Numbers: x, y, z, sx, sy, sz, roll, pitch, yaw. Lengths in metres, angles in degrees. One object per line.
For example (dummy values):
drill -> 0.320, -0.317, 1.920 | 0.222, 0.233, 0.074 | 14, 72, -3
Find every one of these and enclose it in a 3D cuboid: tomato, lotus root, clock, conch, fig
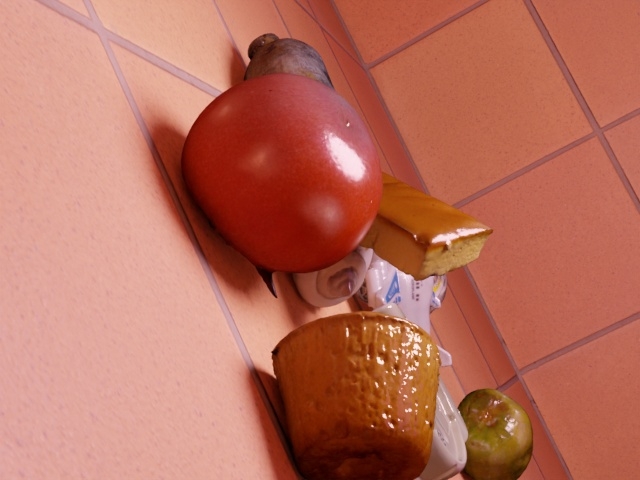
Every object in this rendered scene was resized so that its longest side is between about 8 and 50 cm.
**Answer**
tomato -> -0.044, -0.083, 1.223 | 0.255, 0.224, 0.256 | 39, 29, -26
lotus root -> -0.049, -0.251, 1.695 | 0.175, 0.175, 0.350 | 52, 17, -40
clock -> 0.122, 0.252, 1.442 | 0.265, 0.108, 0.324 | 61, 13, -7
conch -> 0.010, -0.004, 1.489 | 0.158, 0.127, 0.255 | 47, 19, -48
fig -> 0.327, 0.404, 1.911 | 0.167, 0.167, 0.234 | -96, -168, -60

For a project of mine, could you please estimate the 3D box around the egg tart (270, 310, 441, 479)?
egg tart -> 0.039, 0.190, 1.104 | 0.202, 0.202, 0.147 | 51, 31, -43

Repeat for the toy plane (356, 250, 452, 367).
toy plane -> 0.152, 0.110, 1.757 | 0.267, 0.122, 0.267 | 43, 39, -49

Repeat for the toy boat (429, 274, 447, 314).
toy boat -> 0.189, 0.092, 2.006 | 0.141, 0.140, 0.269 | 63, 15, 2

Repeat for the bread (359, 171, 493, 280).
bread -> 0.058, -0.054, 1.392 | 0.361, 0.077, 0.138 | 31, 30, 35
